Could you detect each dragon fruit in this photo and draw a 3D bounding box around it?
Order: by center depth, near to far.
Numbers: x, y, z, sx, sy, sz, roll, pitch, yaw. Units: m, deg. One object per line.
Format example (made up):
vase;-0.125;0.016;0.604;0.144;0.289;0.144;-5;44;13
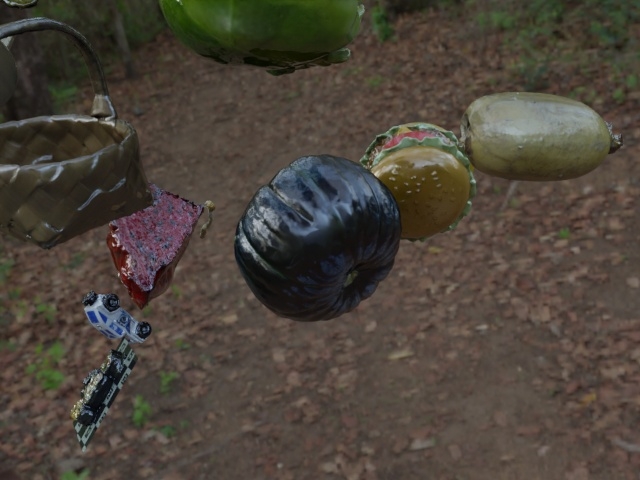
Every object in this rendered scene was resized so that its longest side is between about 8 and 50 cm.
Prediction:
dragon fruit;-0.392;0.007;2.138;0.240;0.302;0.330;-30;34;25

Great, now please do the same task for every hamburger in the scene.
hamburger;0.220;-0.128;2.099;0.274;0.274;0.212;-10;26;7

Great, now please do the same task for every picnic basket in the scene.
picnic basket;-0.440;-0.180;1.405;0.337;0.337;0.293;7;24;40

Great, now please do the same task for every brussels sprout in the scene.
brussels sprout;-0.098;-0.411;1.465;0.315;0.275;0.371;6;3;-14

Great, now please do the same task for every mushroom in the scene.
mushroom;-0.240;-0.033;1.927;0.026;0.028;0.286;17;-17;-5

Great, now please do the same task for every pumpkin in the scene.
pumpkin;0.000;0.000;1.895;0.363;0.363;0.266;-24;52;-26

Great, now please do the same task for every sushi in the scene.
sushi;-0.462;0.298;1.864;0.215;0.050;0.192;-60;22;-4

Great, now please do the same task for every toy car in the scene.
toy car;-0.466;0.178;2.065;0.080;0.170;0.070;-11;42;50

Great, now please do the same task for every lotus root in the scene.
lotus root;0.416;-0.193;1.682;0.343;0.151;0.169;0;47;-15

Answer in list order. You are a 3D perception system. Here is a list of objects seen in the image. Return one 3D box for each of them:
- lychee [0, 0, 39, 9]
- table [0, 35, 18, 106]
lychee;-0.677;-0.636;1.875;0.270;0.270;0.319;-2;63;24
table;-0.663;-0.365;1.784;0.167;0.167;0.226;-14;30;-2
